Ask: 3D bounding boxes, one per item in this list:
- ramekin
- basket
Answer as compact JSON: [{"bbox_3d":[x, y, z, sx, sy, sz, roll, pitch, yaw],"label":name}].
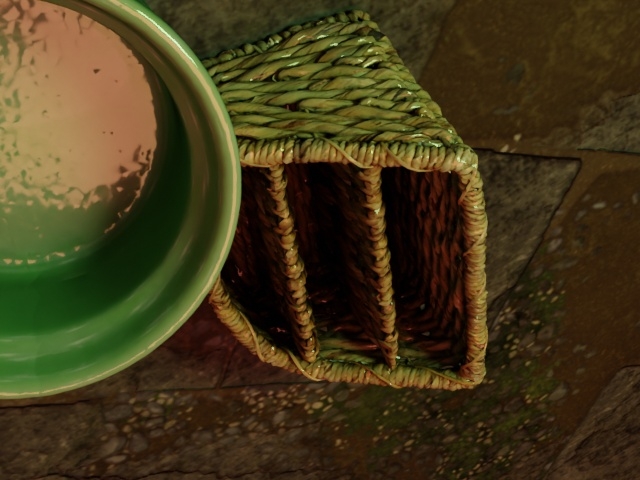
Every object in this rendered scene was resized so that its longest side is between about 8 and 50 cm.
[{"bbox_3d":[-0.214,-0.057,0.851,0.303,0.148,0.303,-5,116,-10],"label":"ramekin"},{"bbox_3d":[0.000,0.000,1.043,0.213,0.223,0.299,-20,139,-12],"label":"basket"}]
